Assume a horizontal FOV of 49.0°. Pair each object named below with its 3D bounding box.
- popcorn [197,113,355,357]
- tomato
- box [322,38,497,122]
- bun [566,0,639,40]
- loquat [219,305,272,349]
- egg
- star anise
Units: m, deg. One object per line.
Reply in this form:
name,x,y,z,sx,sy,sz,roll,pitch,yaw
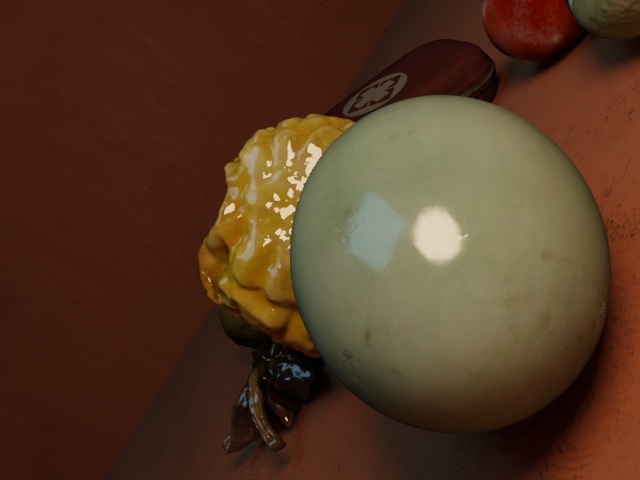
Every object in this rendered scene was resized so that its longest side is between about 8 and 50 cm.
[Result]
popcorn,0.000,0.000,1.049,0.349,0.349,0.382,-58,-13,-5
tomato,0.323,-0.351,1.041,0.187,0.151,0.187,-55,16,24
box,0.125,-0.223,1.275,0.404,0.108,0.263,-37,26,-5
bun,0.378,-0.379,0.772,0.293,0.187,0.293,-4,-90,-86
loquat,-0.150,0.145,1.645,0.227,0.179,0.179,-63,9,17
egg,0.110,0.010,0.643,0.276,0.276,0.389,-53,10,21
star anise,-0.076,0.241,1.242,0.292,0.109,0.350,-53,12,47
